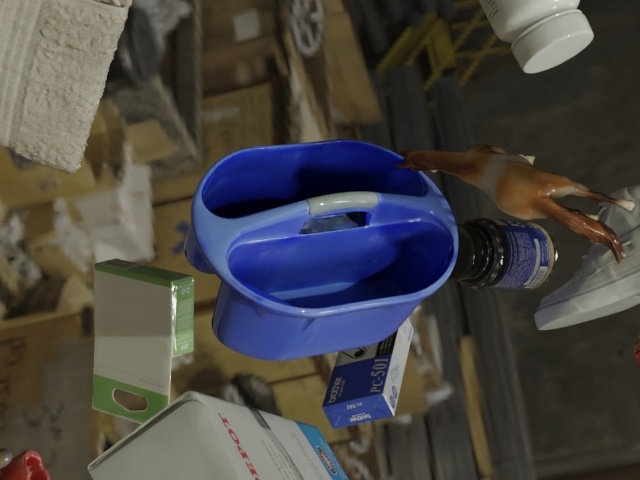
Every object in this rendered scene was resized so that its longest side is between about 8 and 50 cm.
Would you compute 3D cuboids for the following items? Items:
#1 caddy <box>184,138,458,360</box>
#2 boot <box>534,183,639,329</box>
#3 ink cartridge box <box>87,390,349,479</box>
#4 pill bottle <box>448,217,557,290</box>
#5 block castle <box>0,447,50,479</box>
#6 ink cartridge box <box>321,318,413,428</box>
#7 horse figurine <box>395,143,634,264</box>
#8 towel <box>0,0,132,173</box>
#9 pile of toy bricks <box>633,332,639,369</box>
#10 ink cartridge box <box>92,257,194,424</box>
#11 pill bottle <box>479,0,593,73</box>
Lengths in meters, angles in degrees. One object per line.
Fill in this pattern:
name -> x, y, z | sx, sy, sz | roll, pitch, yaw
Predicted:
caddy -> 0.000, 0.000, 1.563 | 0.241, 0.341, 0.179 | 66, -32, 28
boot -> 0.349, 0.011, 1.529 | 0.095, 0.258, 0.123 | 5, 63, -52
ink cartridge box -> -0.052, 0.281, 1.215 | 0.223, 0.129, 0.307 | 58, 10, 23
pill bottle -> 0.294, 0.024, 2.213 | 0.219, 0.122, 0.123 | 4, 70, -45
block castle -> -0.468, 0.542, 1.986 | 0.303, 0.212, 0.453 | 47, 23, -72
ink cartridge box -> 0.072, 0.185, 1.905 | 0.046, 0.097, 0.207 | 63, 25, -26
horse figurine -> 0.225, -0.058, 1.425 | 0.263, 0.174, 0.066 | 37, -66, 52
towel -> -0.331, -0.202, 1.470 | 0.049, 0.187, 0.282 | -76, -171, -48
pile of toy bricks -> 0.609, 0.226, 2.099 | 0.212, 0.118, 0.105 | 42, 52, -6
ink cartridge box -> -0.273, 0.157, 1.989 | 0.056, 0.171, 0.235 | -14, 110, -52
pill bottle -> 0.349, -0.443, 2.246 | 0.283, 0.160, 0.160 | 66, 7, 13
